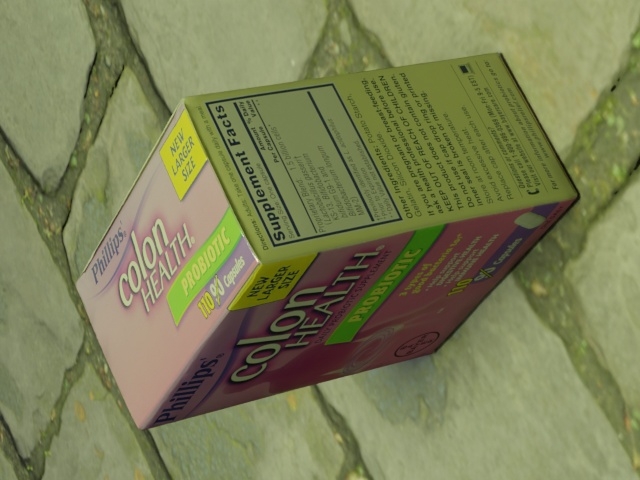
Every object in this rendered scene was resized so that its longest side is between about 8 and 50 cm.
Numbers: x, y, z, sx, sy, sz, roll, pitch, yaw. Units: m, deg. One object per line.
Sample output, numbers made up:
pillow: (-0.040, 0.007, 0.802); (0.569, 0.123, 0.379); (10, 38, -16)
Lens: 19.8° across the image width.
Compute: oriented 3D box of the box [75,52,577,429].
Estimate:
box: (0.000, 0.000, 1.178); (0.117, 0.243, 0.213); (64, 144, 21)
